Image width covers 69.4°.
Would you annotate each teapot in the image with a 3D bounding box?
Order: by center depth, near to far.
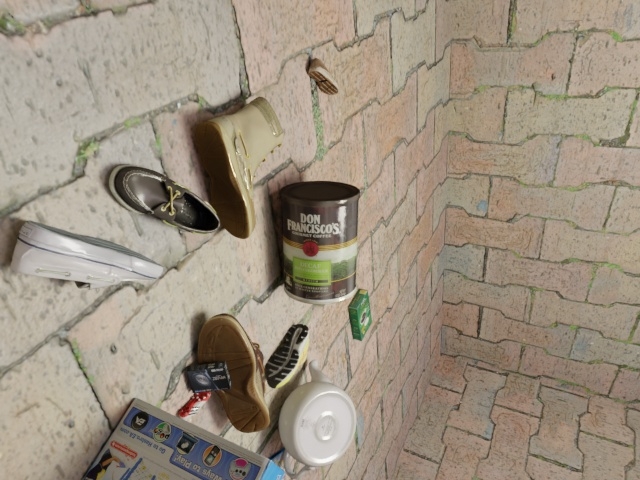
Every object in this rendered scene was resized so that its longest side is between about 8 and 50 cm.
[{"bbox_3d":[-0.031,0.540,1.390,0.256,0.187,0.252,-30,103,-30],"label":"teapot"}]

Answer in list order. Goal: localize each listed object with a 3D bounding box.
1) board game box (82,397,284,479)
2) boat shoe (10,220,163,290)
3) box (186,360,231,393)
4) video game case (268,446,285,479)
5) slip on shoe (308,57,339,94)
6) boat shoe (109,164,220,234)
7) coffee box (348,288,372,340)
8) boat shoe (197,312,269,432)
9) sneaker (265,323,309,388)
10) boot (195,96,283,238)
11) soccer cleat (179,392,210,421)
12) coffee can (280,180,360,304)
[{"bbox_3d":[-0.263,0.460,0.755,0.301,0.309,0.086,-62,150,-30],"label":"board game box"},{"bbox_3d":[-0.349,0.037,0.703,0.226,0.083,0.075,28,86,-50],"label":"boat shoe"},{"bbox_3d":[-0.239,0.294,0.993,0.018,0.084,0.067,-99,-177,-60],"label":"box"},{"bbox_3d":[-0.149,0.706,1.392,0.166,0.015,0.119,3,97,-63],"label":"video game case"},{"bbox_3d":[0.011,-0.439,1.247,0.135,0.052,0.041,22,68,-57],"label":"slip on shoe"},{"bbox_3d":[-0.265,-0.069,0.819,0.228,0.069,0.081,35,68,-61],"label":"boat shoe"},{"bbox_3d":[0.157,0.289,1.802,0.113,0.041,0.184,-54,144,-41],"label":"coffee box"},{"bbox_3d":[-0.191,0.292,1.078,0.123,0.124,0.341,-93,170,-60],"label":"boat shoe"},{"bbox_3d":[-0.082,0.342,1.316,0.208,0.082,0.094,-53,146,-41],"label":"sneaker"},{"bbox_3d":[-0.151,-0.155,0.987,0.203,0.095,0.261,-49,136,-47],"label":"boot"},{"bbox_3d":[-0.274,0.361,1.010,0.083,0.029,0.035,-39,142,-48],"label":"soccer cleat"},{"bbox_3d":[0.000,0.000,1.212,0.201,0.202,0.275,-34,129,-55],"label":"coffee can"}]
